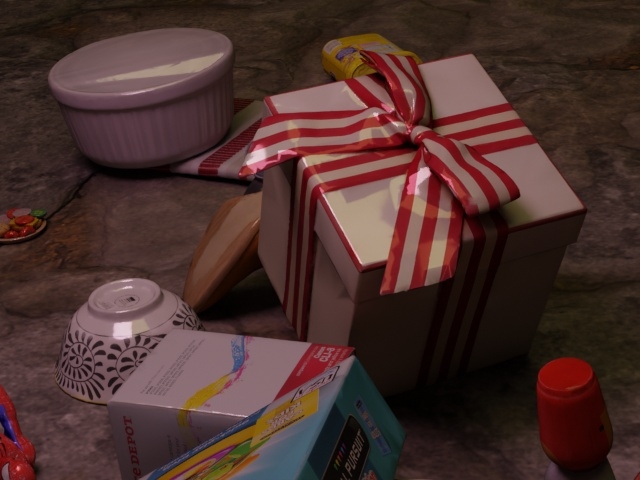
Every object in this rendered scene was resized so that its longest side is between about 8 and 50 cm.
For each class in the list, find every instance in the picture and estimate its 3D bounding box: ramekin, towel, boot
[{"bbox_3d":[-0.247,-0.204,1.743,0.272,0.127,0.273,-7,27,3],"label":"ramekin"},{"bbox_3d":[-0.112,-0.144,1.767,0.329,0.037,0.237,9,31,29],"label":"towel"},{"bbox_3d":[0.000,-0.001,1.349,0.211,0.295,0.104,28,17,-29],"label":"boot"}]

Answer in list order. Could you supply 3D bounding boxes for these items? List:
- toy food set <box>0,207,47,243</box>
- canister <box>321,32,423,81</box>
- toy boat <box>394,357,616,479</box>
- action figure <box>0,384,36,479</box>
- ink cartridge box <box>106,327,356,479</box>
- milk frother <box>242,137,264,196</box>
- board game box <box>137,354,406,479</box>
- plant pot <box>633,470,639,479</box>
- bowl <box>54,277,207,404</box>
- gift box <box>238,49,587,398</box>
[{"bbox_3d":[-0.399,-0.020,1.579,0.083,0.020,0.082,2,27,16],"label":"toy food set"},{"bbox_3d":[0.082,-0.283,1.969,0.126,0.073,0.170,-12,25,-13],"label":"canister"},{"bbox_3d":[0.136,0.228,0.864,0.267,0.148,0.318,8,36,35],"label":"toy boat"},{"bbox_3d":[-0.351,0.145,1.111,0.280,0.139,0.091,22,38,39],"label":"action figure"},{"bbox_3d":[-0.068,0.163,1.018,0.176,0.128,0.127,5,27,19],"label":"ink cartridge box"},{"bbox_3d":[-0.009,-0.047,1.430,0.143,0.135,0.129,5,58,25],"label":"milk frother"},{"bbox_3d":[-0.085,0.206,0.763,0.253,0.079,0.336,-32,3,13],"label":"board game box"},{"bbox_3d":[0.379,0.157,0.745,0.265,0.272,0.272,43,45,14],"label":"plant pot"},{"bbox_3d":[-0.197,0.090,1.249,0.170,0.080,0.170,-4,25,2],"label":"bowl"},{"bbox_3d":[0.069,-0.007,1.136,0.276,0.258,0.255,-18,53,-22],"label":"gift box"}]
